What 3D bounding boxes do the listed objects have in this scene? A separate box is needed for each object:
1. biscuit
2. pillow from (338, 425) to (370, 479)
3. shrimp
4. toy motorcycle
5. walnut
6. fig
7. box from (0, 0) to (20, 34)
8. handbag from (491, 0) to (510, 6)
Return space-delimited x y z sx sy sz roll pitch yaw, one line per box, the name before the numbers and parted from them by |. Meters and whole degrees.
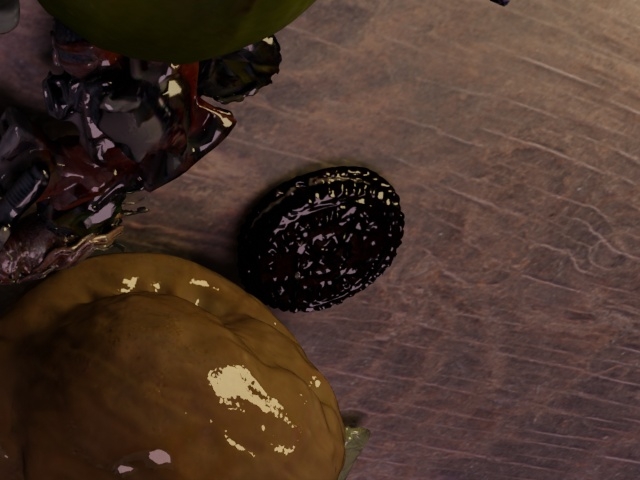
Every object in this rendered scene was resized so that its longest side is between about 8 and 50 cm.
biscuit | 0.000 0.000 1.861 0.195 0.053 0.194 -14 138 -14
pillow | -0.101 0.333 2.148 0.274 0.076 0.280 0 127 -32
shrimp | -0.250 -0.003 1.707 0.190 0.075 0.073 -27 149 -29
toy motorcycle | -0.229 -0.088 1.587 0.401 0.134 0.207 -40 138 13
walnut | -0.159 0.200 1.768 0.384 0.383 0.383 -15 138 -14
fig | -0.123 -0.267 1.349 0.316 0.316 0.316 -15 138 -14
box | -0.399 -0.192 1.353 0.294 0.193 0.167 4 140 -32
handbag | 0.088 -0.317 1.460 0.127 0.208 0.229 -48 144 3
